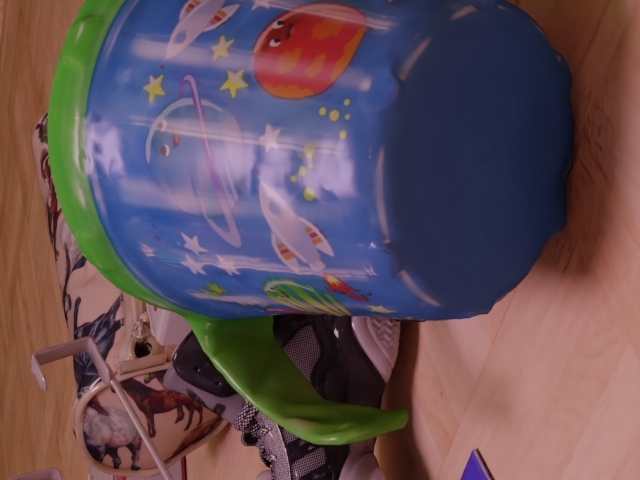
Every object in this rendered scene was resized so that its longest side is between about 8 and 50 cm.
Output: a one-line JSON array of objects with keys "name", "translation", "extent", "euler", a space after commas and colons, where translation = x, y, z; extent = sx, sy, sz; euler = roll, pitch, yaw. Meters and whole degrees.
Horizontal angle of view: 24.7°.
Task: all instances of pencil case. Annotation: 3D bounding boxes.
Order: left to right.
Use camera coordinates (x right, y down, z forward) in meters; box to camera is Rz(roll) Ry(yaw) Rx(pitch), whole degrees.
[{"name": "pencil case", "translation": [-0.191, 0.020, 1.456], "extent": [0.184, 0.159, 0.410], "euler": [110, 152, -45]}]

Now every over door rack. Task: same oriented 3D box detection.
[{"name": "over door rack", "translation": [-0.128, 0.250, 1.247], "extent": [0.324, 0.108, 0.239], "euler": [45, 141, 20]}]

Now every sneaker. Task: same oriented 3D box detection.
[{"name": "sneaker", "translation": [-0.034, 0.131, 0.979], "extent": [0.101, 0.153, 0.269], "euler": [126, 151, -73]}]

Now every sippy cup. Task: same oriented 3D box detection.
[{"name": "sippy cup", "translation": [0.008, -0.055, 0.802], "extent": [0.224, 0.240, 0.305], "euler": [13, 145, 44]}]

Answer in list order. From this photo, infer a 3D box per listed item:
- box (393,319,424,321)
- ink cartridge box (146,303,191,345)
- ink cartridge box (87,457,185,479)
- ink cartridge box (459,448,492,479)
[{"name": "box", "translation": [0.064, -0.043, 0.945], "extent": [0.116, 0.029, 0.162], "euler": [124, 140, -57]}, {"name": "ink cartridge box", "translation": [-0.075, -0.045, 1.072], "extent": [0.153, 0.086, 0.208], "euler": [-107, 27, -44]}, {"name": "ink cartridge box", "translation": [-0.203, 0.298, 1.611], "extent": [0.175, 0.072, 0.128], "euler": [145, 123, -66]}, {"name": "ink cartridge box", "translation": [0.083, 0.268, 0.865], "extent": [0.206, 0.045, 0.208], "euler": [-117, 35, -51]}]
